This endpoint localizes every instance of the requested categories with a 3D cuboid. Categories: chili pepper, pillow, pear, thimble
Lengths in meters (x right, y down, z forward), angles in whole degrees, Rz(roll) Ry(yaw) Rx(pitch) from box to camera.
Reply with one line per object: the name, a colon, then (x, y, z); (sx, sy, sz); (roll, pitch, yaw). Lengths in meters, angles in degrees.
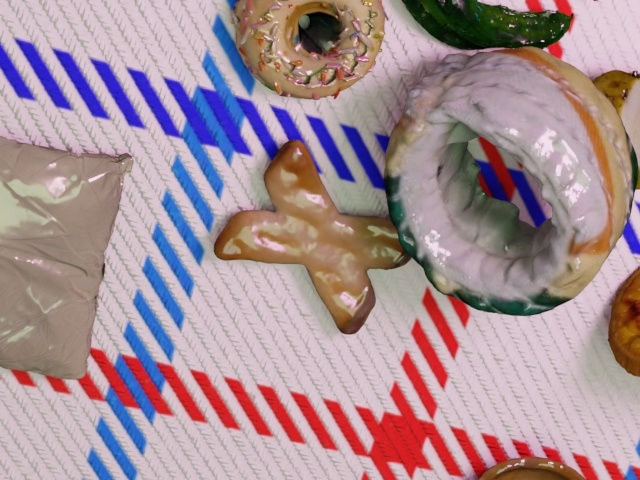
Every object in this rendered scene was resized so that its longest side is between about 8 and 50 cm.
chili pepper: (0.149, -0.285, 1.772); (0.279, 0.065, 0.122); (40, 90, -22)
pillow: (-0.368, 0.015, 1.783); (0.274, 0.076, 0.280); (10, 108, -15)
pear: (0.341, -0.126, 1.838); (0.141, 0.104, 0.141); (-2, 93, -41)
thimble: (0.201, -0.067, 1.759); (0.254, 0.167, 0.288); (-26, 102, 39)

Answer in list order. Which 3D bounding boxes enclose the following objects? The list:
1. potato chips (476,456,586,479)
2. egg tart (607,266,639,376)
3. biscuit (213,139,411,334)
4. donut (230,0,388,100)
potato chips: (0.261, 0.351, 2.017); (0.208, 0.062, 0.195); (34, 106, -20)
egg tart: (0.458, 0.110, 1.901); (0.202, 0.202, 0.147); (-45, 119, 8)
biscuit: (0.000, -0.001, 1.855); (0.208, 0.047, 0.164); (33, 100, -19)
donut: (-0.010, -0.232, 1.760); (0.175, 0.068, 0.174); (-3, 109, -9)
